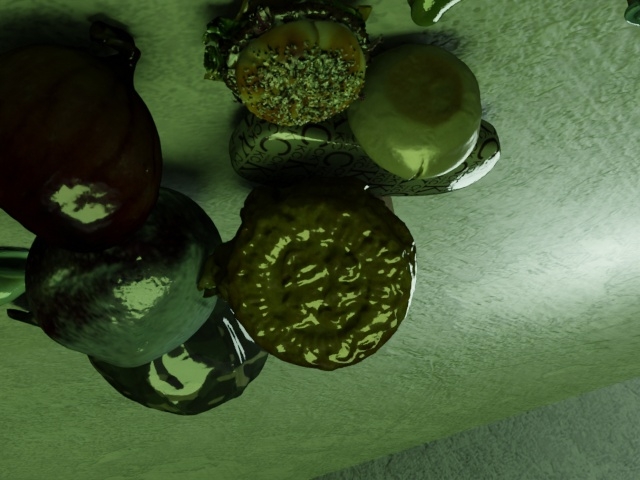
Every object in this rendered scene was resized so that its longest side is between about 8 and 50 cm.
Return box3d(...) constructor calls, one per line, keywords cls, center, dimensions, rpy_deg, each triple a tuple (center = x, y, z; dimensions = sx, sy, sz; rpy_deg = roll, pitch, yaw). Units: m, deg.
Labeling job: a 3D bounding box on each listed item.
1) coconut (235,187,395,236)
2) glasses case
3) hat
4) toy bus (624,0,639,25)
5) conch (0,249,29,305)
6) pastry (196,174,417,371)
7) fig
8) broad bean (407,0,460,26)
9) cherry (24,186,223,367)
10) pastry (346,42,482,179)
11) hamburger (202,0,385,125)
box3d(cls="coconut", center=(0.000, 0.000, 1.625), dimensions=(0.236, 0.235, 0.204), rpy_deg=(-9, -168, -2))
box3d(cls="glasses case", center=(0.059, -0.112, 1.520), dimensions=(0.355, 0.085, 0.137), rpy_deg=(2, 153, -25))
box3d(cls="hat", center=(-0.291, 0.175, 1.938), dimensions=(0.366, 0.257, 0.382), rpy_deg=(-25, 173, 28))
box3d(cls="toy bus", center=(0.408, -0.304, 1.159), dimensions=(0.121, 0.119, 0.265), rpy_deg=(6, 154, -34))
box3d(cls="conch", center=(-0.470, 0.050, 1.739), dimensions=(0.180, 0.088, 0.065), rpy_deg=(-16, -158, -3))
box3d(cls="pastry", center=(-0.003, 0.036, 1.460), dimensions=(0.235, 0.132, 0.240), rpy_deg=(32, 102, -9))
box3d(cls="fig", center=(-0.261, -0.097, 1.265), dimensions=(0.214, 0.235, 0.235), rpy_deg=(-41, 175, -32))
box3d(cls="broad bean", center=(0.122, -0.257, 1.256), dimensions=(0.063, 0.045, 0.083), rpy_deg=(10, 143, -42))
box3d(cls="cherry", center=(-0.253, 0.046, 1.600), dimensions=(0.255, 0.218, 0.296), rpy_deg=(17, 141, -36))
box3d(cls="pastry", center=(0.108, -0.147, 1.374), dimensions=(0.157, 0.156, 0.092), rpy_deg=(-6, 164, -9))
box3d(cls="hamburger", center=(-0.031, -0.184, 1.266), dimensions=(0.190, 0.093, 0.164), rpy_deg=(2, 140, -17))
